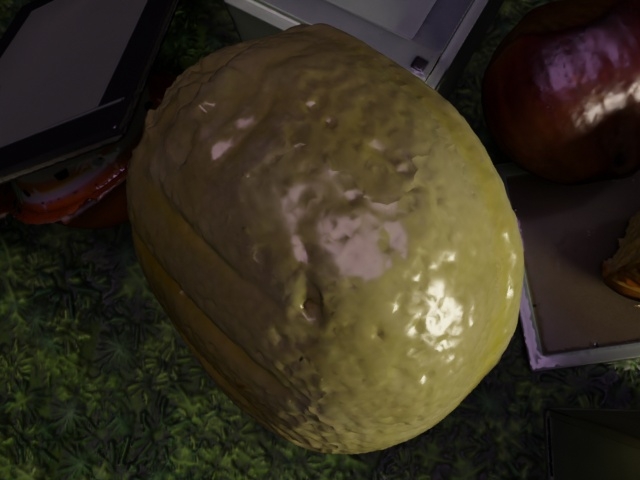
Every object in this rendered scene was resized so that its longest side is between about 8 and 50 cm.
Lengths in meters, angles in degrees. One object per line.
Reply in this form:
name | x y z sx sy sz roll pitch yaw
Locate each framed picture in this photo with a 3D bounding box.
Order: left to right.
framed picture | -0.243 -0.175 0.537 0.265 0.016 0.346 -15 48 20
framed picture | 0.320 0.006 0.564 0.275 0.017 0.217 -7 79 4

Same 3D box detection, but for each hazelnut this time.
hazelnut | 0.240 -0.136 0.521 0.204 0.178 0.178 -25 76 -32

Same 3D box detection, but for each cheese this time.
cheese | -0.265 -0.082 0.575 0.330 0.129 0.216 -19 45 15

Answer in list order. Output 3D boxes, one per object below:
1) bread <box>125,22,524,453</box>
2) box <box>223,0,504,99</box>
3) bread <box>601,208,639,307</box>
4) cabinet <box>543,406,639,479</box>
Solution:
bread | -0.009 0.007 0.452 0.237 0.320 0.320 -39 78 -18
box | 0.061 -0.262 0.588 0.225 0.117 0.225 29 83 10
bread | 0.397 0.044 0.449 0.275 0.184 0.114 25 79 8
cabinet | 0.277 0.211 0.431 0.150 0.206 0.144 0 79 6
